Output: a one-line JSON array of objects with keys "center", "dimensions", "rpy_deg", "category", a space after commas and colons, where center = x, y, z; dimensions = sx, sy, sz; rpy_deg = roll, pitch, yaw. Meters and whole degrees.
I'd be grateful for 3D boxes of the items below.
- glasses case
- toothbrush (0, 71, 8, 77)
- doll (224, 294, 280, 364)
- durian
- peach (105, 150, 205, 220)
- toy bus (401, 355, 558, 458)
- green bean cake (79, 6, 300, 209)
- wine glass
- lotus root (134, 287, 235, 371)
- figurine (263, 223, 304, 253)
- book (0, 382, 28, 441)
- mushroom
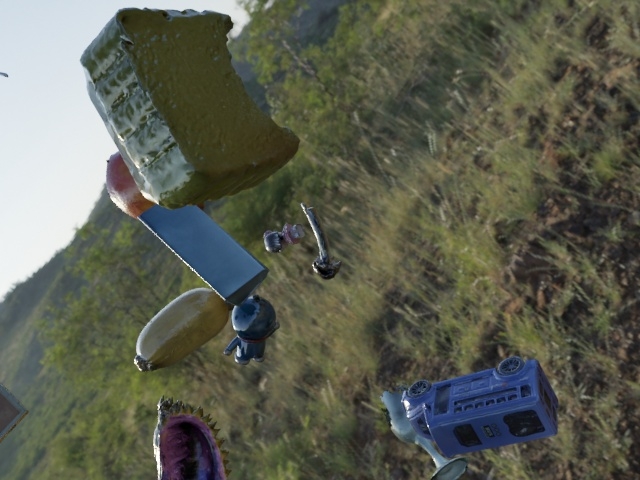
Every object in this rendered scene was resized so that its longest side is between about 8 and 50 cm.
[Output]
[{"center": [-0.222, 0.015, 1.198], "dimensions": [0.105, 0.266, 0.056], "rpy_deg": [-38, -28, -25], "category": "glasses case"}, {"center": [-0.727, -0.374, 1.383], "dimensions": [0.013, 0.131, 0.011], "rpy_deg": [-50, -29, -41], "category": "toothbrush"}, {"center": [-0.133, 0.171, 1.239], "dimensions": [0.085, 0.114, 0.151], "rpy_deg": [45, 136, 50], "category": "doll"}, {"center": [-0.271, 0.437, 1.244], "dimensions": [0.187, 0.154, 0.260], "rpy_deg": [9, 94, 56], "category": "durian"}, {"center": [-0.369, -0.127, 1.424], "dimensions": [0.196, 0.226, 0.189], "rpy_deg": [-116, 40, -66], "category": "peach"}, {"center": [0.301, 0.335, 1.233], "dimensions": [0.292, 0.125, 0.133], "rpy_deg": [-22, 21, 26], "category": "toy bus"}, {"center": [-0.164, -0.169, 0.816], "dimensions": [0.124, 0.236, 0.233], "rpy_deg": [-29, 0, 35], "category": "green bean cake"}, {"center": [0.302, 0.578, 1.900], "dimensions": [0.143, 0.143, 0.321], "rpy_deg": [-55, 44, 14], "category": "wine glass"}, {"center": [-0.330, 0.206, 1.553], "dimensions": [0.303, 0.130, 0.146], "rpy_deg": [-36, -8, -10], "category": "lotus root"}, {"center": [-0.104, -0.010, 1.715], "dimensions": [0.129, 0.072, 0.054], "rpy_deg": [-27, -7, 40], "category": "figurine"}, {"center": [-0.800, 0.444, 1.444], "dimensions": [0.170, 0.018, 0.241], "rpy_deg": [27, 66, 32], "category": "book"}, {"center": [0.000, 0.000, 1.438], "dimensions": [0.060, 0.186, 0.061], "rpy_deg": [-7, 14, 33], "category": "mushroom"}]
